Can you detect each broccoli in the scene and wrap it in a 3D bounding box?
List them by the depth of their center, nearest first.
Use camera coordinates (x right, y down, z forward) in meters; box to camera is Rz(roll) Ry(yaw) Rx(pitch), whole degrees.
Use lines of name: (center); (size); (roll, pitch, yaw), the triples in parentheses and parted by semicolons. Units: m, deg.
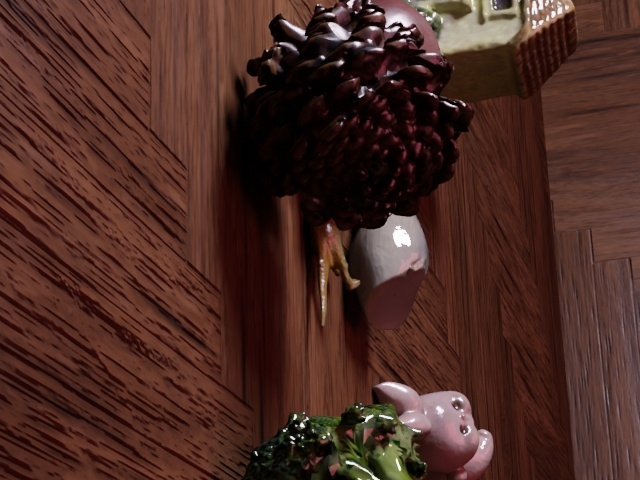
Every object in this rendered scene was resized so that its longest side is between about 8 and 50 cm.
broccoli: (0.016, 0.238, 1.401); (0.226, 0.176, 0.198); (85, -7, -88)

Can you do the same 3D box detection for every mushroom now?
mushroom: (0.073, -0.005, 1.922); (0.116, 0.093, 0.225); (88, -5, -52)

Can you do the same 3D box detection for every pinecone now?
pinecone: (0.028, -0.128, 1.574); (0.221, 0.221, 0.221); (-8, 90, -75)

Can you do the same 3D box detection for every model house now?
model house: (0.207, -0.351, 2.253); (0.261, 0.266, 0.321); (55, 30, -68)

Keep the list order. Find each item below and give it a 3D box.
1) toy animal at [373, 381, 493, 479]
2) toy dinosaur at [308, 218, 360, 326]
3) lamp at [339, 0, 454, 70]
toy animal: (0.141, 0.230, 1.988); (0.212, 0.124, 0.124); (63, 24, -61)
toy dinosaur: (0.000, 0.000, 1.736); (0.126, 0.039, 0.162); (66, 22, -17)
lamp: (0.043, -0.169, 1.791); (0.223, 0.151, 0.215); (-27, 113, -47)
